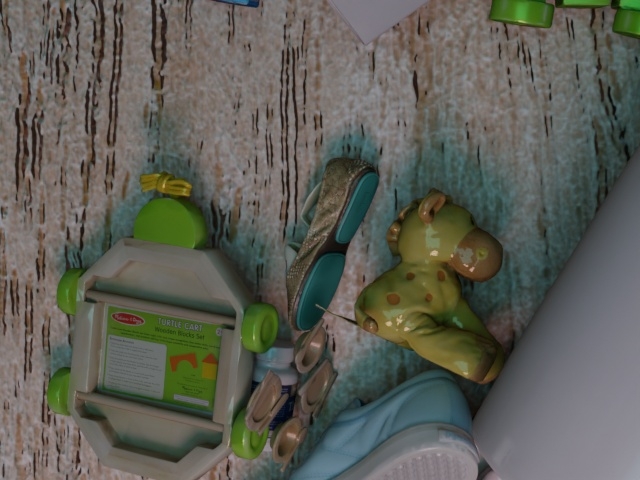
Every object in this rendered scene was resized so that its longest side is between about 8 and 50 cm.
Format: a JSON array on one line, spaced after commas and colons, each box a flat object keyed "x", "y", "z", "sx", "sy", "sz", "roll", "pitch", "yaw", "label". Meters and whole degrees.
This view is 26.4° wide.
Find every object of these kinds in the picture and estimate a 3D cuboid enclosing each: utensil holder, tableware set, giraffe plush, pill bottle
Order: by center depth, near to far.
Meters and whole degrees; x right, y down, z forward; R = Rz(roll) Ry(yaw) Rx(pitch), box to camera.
[{"x": 0.368, "y": 0.100, "z": 1.284, "sx": 0.327, "sy": 0.327, "sz": 0.385, "roll": 31, "pitch": 102, "yaw": 3, "label": "utensil holder"}, {"x": 0.124, "y": 0.038, "z": 1.466, "sx": 0.210, "sy": 0.181, "sz": 0.170, "roll": 26, "pitch": 88, "yaw": -13, "label": "giraffe plush"}, {"x": -0.028, "y": 0.169, "z": 1.490, "sx": 0.020, "sy": 0.168, "sz": 0.141, "roll": 22, "pitch": 63, "yaw": 26, "label": "tableware set"}, {"x": -0.061, "y": 0.174, "z": 1.553, "sx": 0.067, "sy": 0.067, "sz": 0.120, "roll": 10, "pitch": 98, "yaw": 7, "label": "pill bottle"}]

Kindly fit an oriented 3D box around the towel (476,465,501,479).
[{"x": 0.222, "y": 0.428, "z": 1.461, "sx": 0.317, "sy": 0.053, "sz": 0.332, "roll": -43, "pitch": 89, "yaw": 7, "label": "towel"}]

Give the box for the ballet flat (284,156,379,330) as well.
[{"x": 0.000, "y": 0.000, "z": 1.533, "sx": 0.067, "sy": 0.073, "sz": 0.206, "roll": 29, "pitch": 98, "yaw": 31, "label": "ballet flat"}]

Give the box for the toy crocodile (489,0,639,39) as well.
[{"x": 0.286, "y": -0.275, "z": 1.440, "sx": 0.340, "sy": 0.105, "sz": 0.115, "roll": 7, "pitch": 98, "yaw": 3, "label": "toy crocodile"}]

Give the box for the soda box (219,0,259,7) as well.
[{"x": -0.090, "y": -0.365, "z": 1.491, "sx": 0.071, "sy": 0.067, "sz": 0.210, "roll": 11, "pitch": 98, "yaw": 7, "label": "soda box"}]

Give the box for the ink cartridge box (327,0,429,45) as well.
[{"x": 0.078, "y": -0.379, "z": 1.363, "sx": 0.270, "sy": 0.198, "sz": 0.197, "roll": -34, "pitch": 131, "yaw": 11, "label": "ink cartridge box"}]

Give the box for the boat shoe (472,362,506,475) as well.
[{"x": 0.233, "y": 0.166, "z": 1.500, "sx": 0.095, "sy": 0.079, "sz": 0.254, "roll": 33, "pitch": 103, "yaw": -13, "label": "boat shoe"}]

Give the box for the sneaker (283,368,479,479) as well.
[{"x": 0.034, "y": 0.265, "z": 1.532, "sx": 0.366, "sy": 0.150, "sz": 0.135, "roll": -33, "pitch": 123, "yaw": 30, "label": "sneaker"}]

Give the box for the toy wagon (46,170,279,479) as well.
[{"x": -0.172, "y": 0.095, "z": 1.529, "sx": 0.267, "sy": 0.068, "sz": 0.344, "roll": 9, "pitch": 97, "yaw": 25, "label": "toy wagon"}]
